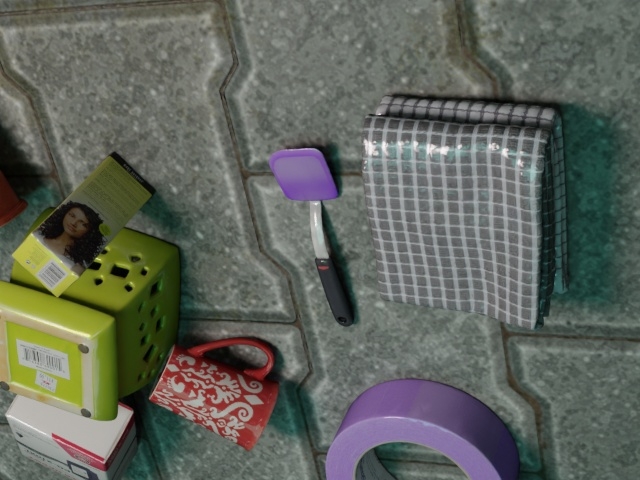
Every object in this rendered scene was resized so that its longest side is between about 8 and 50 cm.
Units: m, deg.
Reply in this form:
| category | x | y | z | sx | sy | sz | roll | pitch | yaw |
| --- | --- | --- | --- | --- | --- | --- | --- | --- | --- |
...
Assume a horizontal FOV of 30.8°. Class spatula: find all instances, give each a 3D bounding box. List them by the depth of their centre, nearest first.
| category | x | y | z | sx | sy | sz | roll | pitch | yaw |
| --- | --- | --- | --- | --- | --- | --- | --- | --- | --- |
| spatula | 0.000 | 0.000 | 1.579 | 0.084 | 0.030 | 0.296 | 0 | 122 | 24 |

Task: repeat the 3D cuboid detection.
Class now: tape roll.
| category | x | y | z | sx | sy | sz | roll | pitch | yaw |
| --- | --- | --- | --- | --- | --- | --- | --- | --- | --- |
| tape roll | 0.150 | 0.338 | 1.708 | 0.274 | 0.090 | 0.275 | 12 | 126 | 17 |

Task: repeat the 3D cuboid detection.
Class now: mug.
| category | x | y | z | sx | sy | sz | roll | pitch | yaw |
| --- | --- | --- | --- | --- | --- | --- | --- | --- | --- |
| mug | -0.154 | 0.214 | 1.737 | 0.169 | 0.150 | 0.113 | 24 | 157 | -8 |

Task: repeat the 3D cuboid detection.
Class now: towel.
| category | x | y | z | sx | sy | sz | roll | pitch | yaw |
| --- | --- | --- | --- | --- | --- | --- | --- | --- | --- |
| towel | 0.177 | -0.029 | 1.427 | 0.235 | 0.121 | 0.284 | 5 | 124 | 21 |

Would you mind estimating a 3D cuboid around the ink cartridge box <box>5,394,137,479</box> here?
| category | x | y | z | sx | sy | sz | roll | pitch | yaw |
| --- | --- | --- | --- | --- | --- | --- | --- | --- | --- |
| ink cartridge box | -0.390 | 0.307 | 1.849 | 0.172 | 0.100 | 0.237 | 25 | 155 | 4 |

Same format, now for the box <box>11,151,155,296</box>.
| category | x | y | z | sx | sy | sz | roll | pitch | yaw |
| --- | --- | --- | --- | --- | --- | --- | --- | --- | --- |
| box | -0.314 | -0.026 | 1.565 | 0.087 | 0.232 | 0.058 | 43 | 125 | -10 |

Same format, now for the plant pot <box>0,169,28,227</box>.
| category | x | y | z | sx | sy | sz | roll | pitch | yaw |
| --- | --- | --- | --- | --- | --- | --- | --- | --- | --- |
| plant pot | -0.593 | -0.111 | 1.624 | 0.272 | 0.272 | 0.265 | -14 | 108 | 30 |

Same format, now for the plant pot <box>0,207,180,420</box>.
| category | x | y | z | sx | sy | sz | roll | pitch | yaw |
| --- | --- | --- | --- | --- | --- | --- | --- | --- | --- |
| plant pot | -0.352 | 0.118 | 1.697 | 0.228 | 0.207 | 0.227 | 17 | 128 | 13 |
